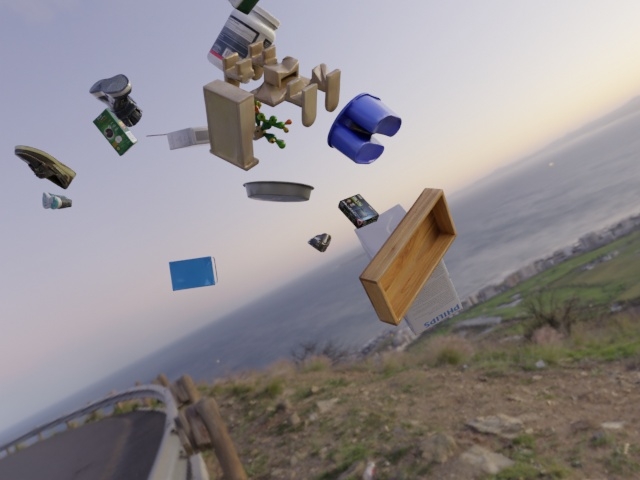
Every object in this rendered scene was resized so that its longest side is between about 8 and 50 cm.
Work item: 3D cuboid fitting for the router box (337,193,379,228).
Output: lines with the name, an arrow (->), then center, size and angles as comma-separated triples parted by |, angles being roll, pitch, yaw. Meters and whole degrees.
router box -> 0.135, -0.105, 1.960 | 0.092, 0.122, 0.038 | -23, -32, -31

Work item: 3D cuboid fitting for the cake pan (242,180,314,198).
cake pan -> -0.171, -0.196, 2.247 | 0.294, 0.054, 0.293 | 2, -3, 0

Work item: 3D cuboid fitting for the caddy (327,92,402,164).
caddy -> 0.155, -0.426, 2.075 | 0.241, 0.179, 0.341 | -54, -16, 20

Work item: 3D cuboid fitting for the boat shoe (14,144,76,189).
boat shoe -> -0.879, -0.230, 1.759 | 0.080, 0.073, 0.223 | 3, -17, 22

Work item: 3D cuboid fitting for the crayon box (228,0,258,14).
crayon box -> -0.186, -0.841, 1.558 | 0.323, 0.203, 0.083 | -44, -8, 19

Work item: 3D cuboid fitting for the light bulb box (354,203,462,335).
light bulb box -> 0.347, 0.113, 2.200 | 0.225, 0.361, 0.358 | -30, 35, 1

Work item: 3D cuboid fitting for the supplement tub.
supplement tub -> -0.294, -0.764, 2.119 | 0.272, 0.191, 0.191 | -56, -7, 11

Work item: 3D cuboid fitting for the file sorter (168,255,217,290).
file sorter -> -0.512, 0.131, 2.240 | 0.171, 0.118, 0.104 | -8, 1, 0

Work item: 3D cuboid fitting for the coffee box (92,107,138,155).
coffee box -> -0.877, -0.467, 2.354 | 0.113, 0.184, 0.040 | -30, 13, 34

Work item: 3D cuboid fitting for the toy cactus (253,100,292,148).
toy cactus -> -0.204, -0.428, 2.036 | 0.112, 0.219, 0.181 | -48, 12, -32

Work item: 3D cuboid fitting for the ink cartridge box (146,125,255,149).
ink cartridge box -> -0.434, -0.377, 2.007 | 0.261, 0.066, 0.296 | -1, 13, 39

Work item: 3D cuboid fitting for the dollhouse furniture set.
dollhouse furniture set -> -0.189, -0.455, 1.874 | 0.394, 0.362, 0.256 | -41, -32, -37

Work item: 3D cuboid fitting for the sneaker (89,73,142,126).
sneaker -> -0.620, -0.441, 1.757 | 0.226, 0.163, 0.086 | 14, 64, 46

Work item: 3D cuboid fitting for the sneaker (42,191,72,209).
sneaker -> -0.984, -0.144, 2.056 | 0.167, 0.064, 0.076 | 18, 13, 42

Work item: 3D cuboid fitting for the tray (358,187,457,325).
tray -> 0.284, 0.044, 1.722 | 0.076, 0.202, 0.411 | 10, 50, 41

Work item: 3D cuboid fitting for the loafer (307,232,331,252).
loafer -> 0.000, 0.000, 1.810 | 0.061, 0.062, 0.170 | -54, -4, 4
